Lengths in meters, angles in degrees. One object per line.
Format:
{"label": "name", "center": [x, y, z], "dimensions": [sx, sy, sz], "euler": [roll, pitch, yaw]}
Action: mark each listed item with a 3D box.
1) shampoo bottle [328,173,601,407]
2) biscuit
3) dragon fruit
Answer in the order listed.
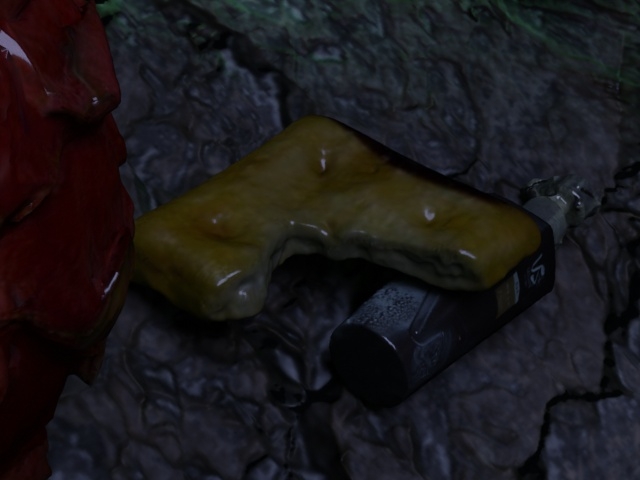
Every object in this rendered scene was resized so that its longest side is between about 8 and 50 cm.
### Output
{"label": "shampoo bottle", "center": [0.090, 0.019, 0.926], "dimensions": [0.063, 0.057, 0.207], "euler": [30, 46, 28]}
{"label": "biscuit", "center": [0.000, 0.000, 0.875], "dimensions": [0.183, 0.039, 0.174], "euler": [-32, 49, -34]}
{"label": "dragon fruit", "center": [-0.215, -0.026, 0.667], "dimensions": [0.277, 0.343, 0.277], "euler": [5, 19, -2]}
